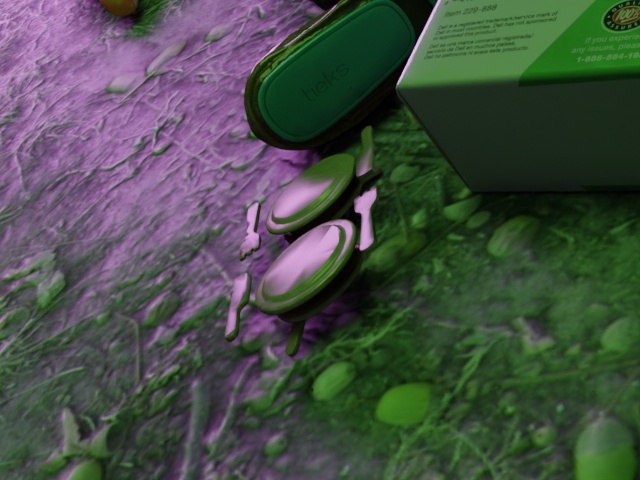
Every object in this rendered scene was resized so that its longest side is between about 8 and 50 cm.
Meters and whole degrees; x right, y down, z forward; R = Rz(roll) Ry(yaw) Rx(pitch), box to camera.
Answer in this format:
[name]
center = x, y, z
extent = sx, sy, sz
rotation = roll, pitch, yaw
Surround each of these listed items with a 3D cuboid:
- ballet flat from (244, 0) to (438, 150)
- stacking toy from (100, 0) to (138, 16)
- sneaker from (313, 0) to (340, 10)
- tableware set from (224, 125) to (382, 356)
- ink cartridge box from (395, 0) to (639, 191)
[ballet flat]
center = 0.079, -0.192, 1.053
extent = 0.342, 0.116, 0.124
rotation = -37, 12, -2
[stacking toy]
center = -0.277, -0.374, 1.568
extent = 0.165, 0.175, 0.302
rotation = -31, 43, 5
[sneaker]
center = 0.110, -0.316, 1.129
extent = 0.286, 0.109, 0.130
rotation = -19, 59, 4
[tableware set]
center = 0.000, 0.000, 0.894
extent = 0.128, 0.039, 0.194
rotation = -33, 24, 19
[ink cartridge box]
center = 0.210, -0.182, 0.842
extent = 0.211, 0.121, 0.289
rotation = 2, 56, 42
